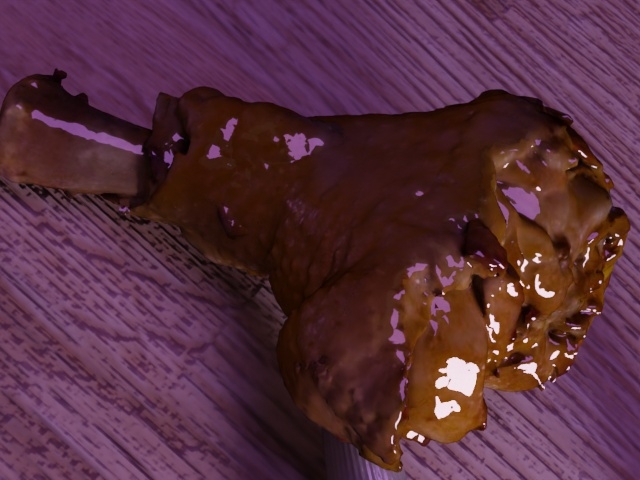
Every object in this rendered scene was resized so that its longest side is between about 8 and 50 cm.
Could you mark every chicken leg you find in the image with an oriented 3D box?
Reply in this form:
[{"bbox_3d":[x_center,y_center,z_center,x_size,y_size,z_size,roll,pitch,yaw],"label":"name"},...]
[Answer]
[{"bbox_3d":[0.000,0.000,0.681,0.410,0.182,0.295,17,42,-8],"label":"chicken leg"}]

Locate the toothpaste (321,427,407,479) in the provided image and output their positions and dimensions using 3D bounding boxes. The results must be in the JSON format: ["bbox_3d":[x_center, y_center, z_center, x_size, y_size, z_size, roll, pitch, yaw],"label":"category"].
[{"bbox_3d":[0.044,0.234,0.654,0.099,0.068,0.282,-10,72,-4],"label":"toothpaste"}]
